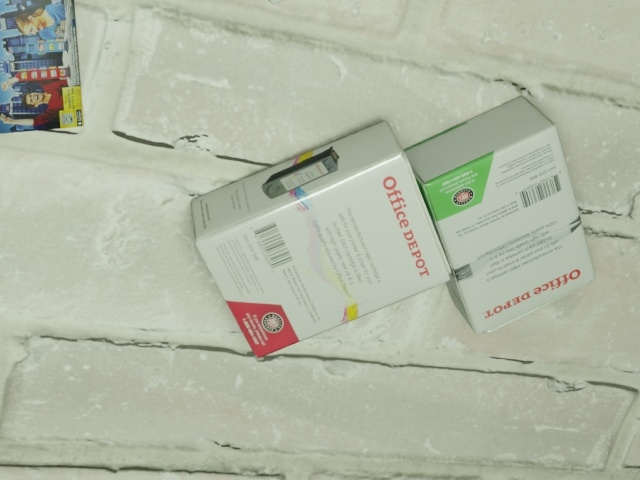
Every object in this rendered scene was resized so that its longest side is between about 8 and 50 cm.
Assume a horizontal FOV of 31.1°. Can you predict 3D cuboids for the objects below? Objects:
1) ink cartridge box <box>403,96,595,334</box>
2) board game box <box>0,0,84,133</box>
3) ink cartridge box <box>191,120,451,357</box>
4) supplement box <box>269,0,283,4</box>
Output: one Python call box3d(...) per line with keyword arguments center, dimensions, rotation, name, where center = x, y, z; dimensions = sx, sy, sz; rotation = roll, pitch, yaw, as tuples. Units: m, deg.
box3d(center=(0.266, -0.033, 1.716), dimensions=(0.211, 0.121, 0.289), rotation=(-24, 122, -4), name="ink cartridge box")
box3d(center=(-0.398, -0.232, 1.421), dimensions=(0.194, 0.060, 0.194), rotation=(-6, 119, -15), name="board game box")
box3d(center=(0.000, 0.000, 1.620), dimensions=(0.306, 0.131, 0.226), rotation=(-22, 121, 2), name="ink cartridge box")
box3d(center=(0.012, -0.394, 1.442), dimensions=(0.220, 0.111, 0.114), rotation=(-23, 122, -6), name="supplement box")
